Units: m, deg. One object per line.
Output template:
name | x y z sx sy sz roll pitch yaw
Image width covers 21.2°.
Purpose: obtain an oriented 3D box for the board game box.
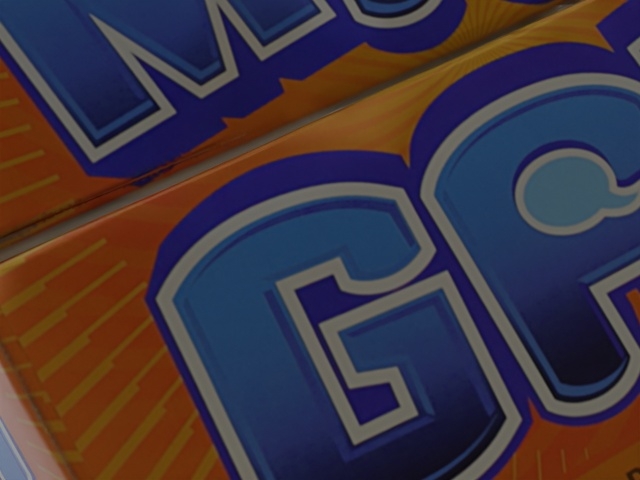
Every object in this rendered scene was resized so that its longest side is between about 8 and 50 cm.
board game box | 0.000 0.000 0.682 0.356 0.356 0.356 -26 -11 -24
